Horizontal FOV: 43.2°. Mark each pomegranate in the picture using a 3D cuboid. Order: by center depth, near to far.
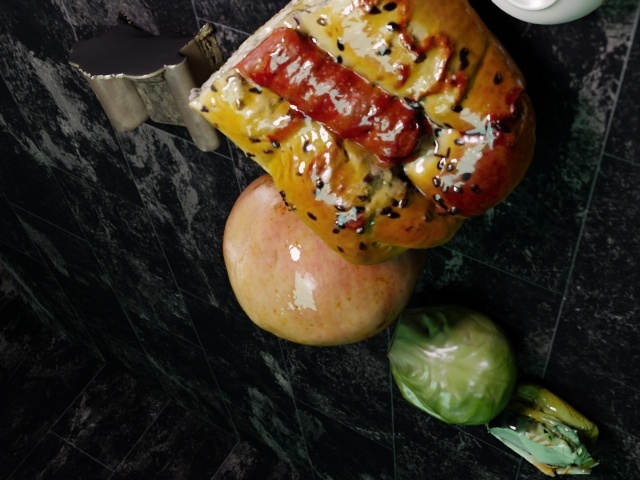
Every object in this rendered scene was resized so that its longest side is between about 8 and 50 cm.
[{"bbox_3d":[0.000,0.000,1.291,0.338,0.338,0.338,27,150,17],"label":"pomegranate"}]

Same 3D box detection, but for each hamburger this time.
[{"bbox_3d":[0.432,0.356,1.524,0.214,0.125,0.235,24,153,11],"label":"hamburger"}]

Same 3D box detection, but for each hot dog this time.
[{"bbox_3d":[0.074,-0.148,1.027,0.367,0.196,0.365,-33,112,30],"label":"hot dog"}]

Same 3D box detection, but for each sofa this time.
[{"bbox_3d":[-0.281,-0.250,1.360,0.258,0.182,0.200,17,146,32],"label":"sofa"}]

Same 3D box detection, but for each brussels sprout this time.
[{"bbox_3d":[0.238,0.221,1.466,0.244,0.244,0.244,27,150,17],"label":"brussels sprout"}]

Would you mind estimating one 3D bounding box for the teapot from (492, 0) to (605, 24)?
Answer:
[{"bbox_3d":[0.240,-0.299,0.819,0.245,0.116,0.159,-15,112,48],"label":"teapot"}]
